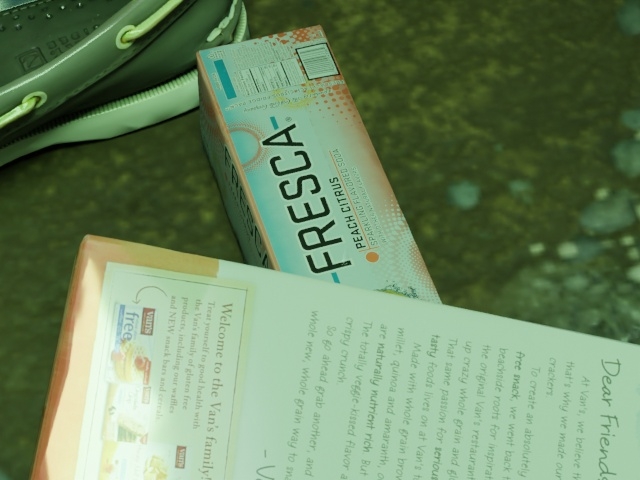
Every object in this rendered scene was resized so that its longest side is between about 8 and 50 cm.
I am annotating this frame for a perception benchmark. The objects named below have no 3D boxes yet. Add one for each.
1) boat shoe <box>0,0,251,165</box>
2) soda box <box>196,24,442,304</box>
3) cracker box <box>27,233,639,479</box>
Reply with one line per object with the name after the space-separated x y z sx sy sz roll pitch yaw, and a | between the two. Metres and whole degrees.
-0.172 -0.071 0.681 0.305 0.091 0.109 -25 58 -17 | boat shoe
0.000 0.000 0.646 0.058 0.063 0.183 -14 55 -11 | soda box
0.019 0.101 0.522 0.232 0.067 0.156 12 71 -6 | cracker box
